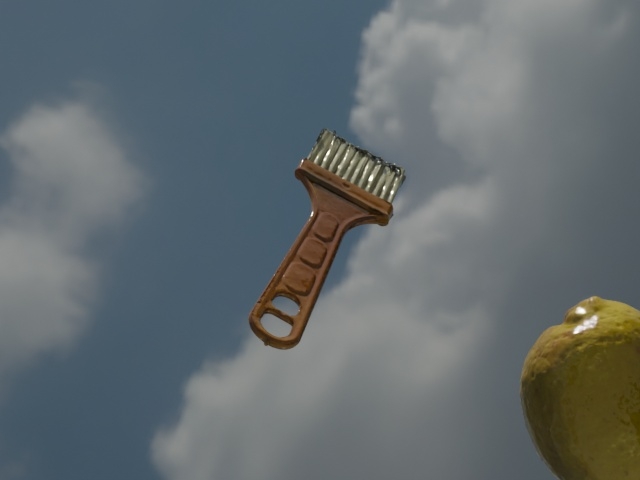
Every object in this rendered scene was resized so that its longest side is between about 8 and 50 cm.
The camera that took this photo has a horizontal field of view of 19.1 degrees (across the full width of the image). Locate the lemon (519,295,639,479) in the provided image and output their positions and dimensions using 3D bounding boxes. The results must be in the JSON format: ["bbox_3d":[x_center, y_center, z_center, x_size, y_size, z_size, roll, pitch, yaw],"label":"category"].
[{"bbox_3d":[0.288,0.163,1.924,0.170,0.170,0.207,-29,-79,-41],"label":"lemon"}]

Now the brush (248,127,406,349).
[{"bbox_3d":[0.000,0.000,1.514,0.017,0.090,0.314,-61,1,33],"label":"brush"}]
